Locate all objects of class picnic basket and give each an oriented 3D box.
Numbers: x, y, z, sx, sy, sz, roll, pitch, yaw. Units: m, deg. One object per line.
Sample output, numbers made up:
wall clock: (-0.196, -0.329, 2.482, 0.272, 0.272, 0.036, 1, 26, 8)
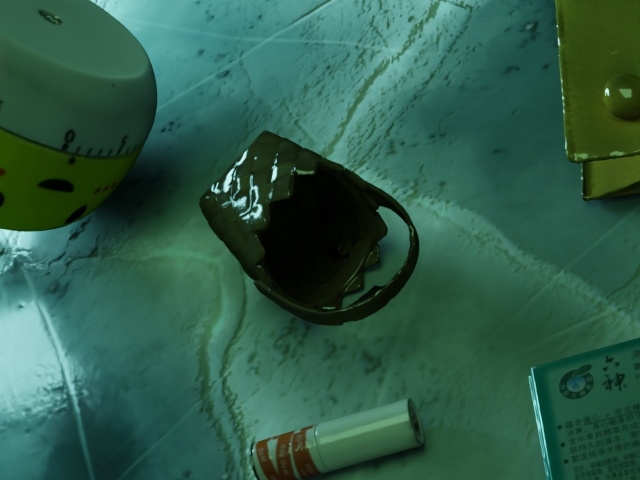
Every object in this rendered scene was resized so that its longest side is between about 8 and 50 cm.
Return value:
picnic basket: (0.000, 0.000, 1.236, 0.128, 0.138, 0.178, -46, 45, -8)

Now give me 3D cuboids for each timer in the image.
timer: (-0.309, -0.099, 1.431, 0.285, 0.285, 0.285, -15, 48, 17)

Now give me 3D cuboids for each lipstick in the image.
lipstick: (0.013, 0.156, 1.169, 0.130, 0.038, 0.038, -17, 47, 14)

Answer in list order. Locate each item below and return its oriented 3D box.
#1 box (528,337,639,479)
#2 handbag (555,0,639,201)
box: (0.276, 0.134, 1.013, 0.244, 0.092, 0.153, -17, 48, 16)
handbag: (0.388, -0.181, 1.202, 0.400, 0.133, 0.283, -9, 55, 21)
